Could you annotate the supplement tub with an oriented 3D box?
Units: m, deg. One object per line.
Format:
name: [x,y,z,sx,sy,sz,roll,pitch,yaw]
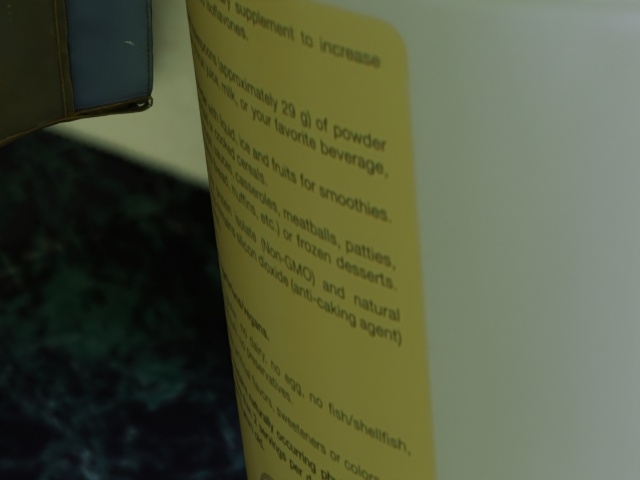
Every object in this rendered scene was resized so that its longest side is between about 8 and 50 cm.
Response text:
supplement tub: [0.093,-0.026,0.441,0.241,0.241,0.331,-3,118,4]

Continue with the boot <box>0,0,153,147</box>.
boot: [-0.099,-0.122,0.506,0.106,0.082,0.219,-7,116,-19]
